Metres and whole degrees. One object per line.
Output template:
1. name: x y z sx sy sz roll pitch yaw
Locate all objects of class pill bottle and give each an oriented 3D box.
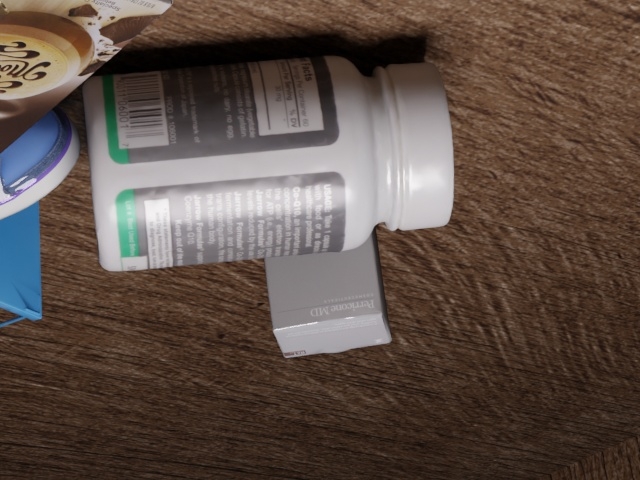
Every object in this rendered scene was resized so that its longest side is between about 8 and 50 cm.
1. pill bottle: -0.055 -0.082 1.870 0.361 0.204 0.204 -5 154 -6

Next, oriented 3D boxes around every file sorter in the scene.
1. file sorter: -0.382 0.005 1.994 0.104 0.170 0.118 -20 152 28

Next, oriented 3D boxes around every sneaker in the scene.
1. sneaker: -0.411 -0.115 1.786 0.323 0.130 0.236 -12 149 -3

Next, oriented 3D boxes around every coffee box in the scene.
1. coffee box: -0.289 -0.204 1.646 0.168 0.119 0.297 13 147 -38

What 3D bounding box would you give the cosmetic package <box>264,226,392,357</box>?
1. cosmetic package: 0.000 0.000 2.015 0.127 0.238 0.107 -11 154 4
